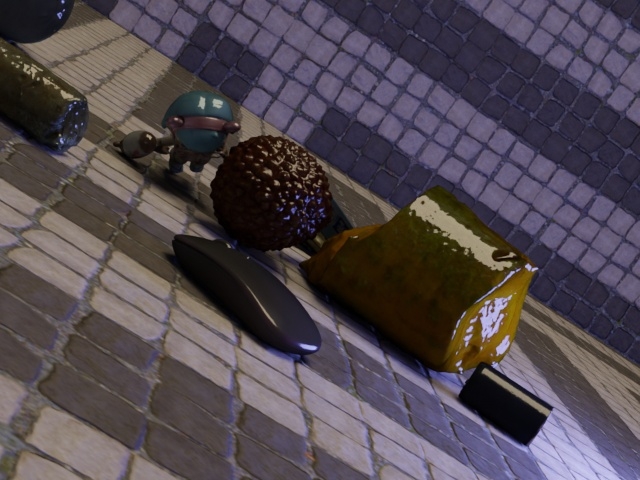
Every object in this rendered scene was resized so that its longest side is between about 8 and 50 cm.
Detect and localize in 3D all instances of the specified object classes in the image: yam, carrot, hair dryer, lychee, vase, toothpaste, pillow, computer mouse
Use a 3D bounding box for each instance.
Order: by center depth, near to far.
[{"bbox_3d":[-0.086,0.057,1.440,0.232,0.057,0.120,40,10,36],"label":"computer mouse"},{"bbox_3d":[-0.426,-0.219,1.602,0.259,0.093,0.093,34,8,2],"label":"yam"},{"bbox_3d":[-0.065,-0.068,1.794,0.188,0.188,0.188,33,8,-5],"label":"lychee"},{"bbox_3d":[0.154,0.044,1.830,0.340,0.241,0.241,37,9,16],"label":"carrot"},{"bbox_3d":[0.276,0.240,1.839,0.128,0.070,0.255,34,1,6],"label":"hair dryer"},{"bbox_3d":[0.036,-0.007,1.990,0.066,0.053,0.272,50,-2,37],"label":"toothpaste"},{"bbox_3d":[-0.570,-0.474,2.106,0.245,0.245,0.291,38,3,25],"label":"vase"},{"bbox_3d":[0.000,0.000,2.183,0.113,0.038,0.203,44,7,-5],"label":"pillow"}]

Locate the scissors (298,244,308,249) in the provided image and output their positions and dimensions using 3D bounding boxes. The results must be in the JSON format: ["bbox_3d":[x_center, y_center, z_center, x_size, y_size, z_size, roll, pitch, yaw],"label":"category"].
[{"bbox_3d":[-0.065,-0.010,2.078,0.113,0.012,0.039,30,10,-30],"label":"scissors"}]

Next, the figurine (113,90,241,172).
[{"bbox_3d":[-0.219,-0.165,1.894,0.205,0.103,0.260,11,-14,-9],"label":"figurine"}]
